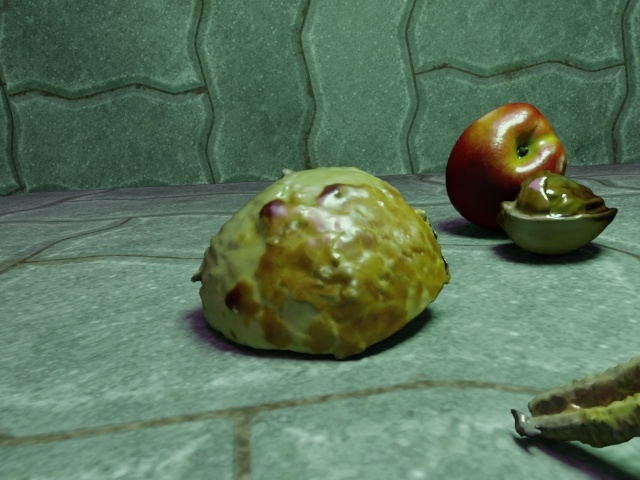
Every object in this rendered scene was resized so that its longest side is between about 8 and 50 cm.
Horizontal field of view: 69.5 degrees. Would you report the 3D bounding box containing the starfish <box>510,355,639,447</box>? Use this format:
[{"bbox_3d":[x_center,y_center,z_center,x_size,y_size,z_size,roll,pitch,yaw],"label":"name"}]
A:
[{"bbox_3d":[0.263,0.042,0.077,0.132,0.384,0.398,10,23,-17],"label":"starfish"}]

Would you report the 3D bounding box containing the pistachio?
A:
[{"bbox_3d":[0.364,-0.042,0.717,0.210,0.130,0.165,3,0,-37],"label":"pistachio"}]

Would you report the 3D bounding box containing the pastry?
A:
[{"bbox_3d":[-0.002,0.002,0.506,0.256,0.170,0.237,-17,15,-32],"label":"pastry"}]

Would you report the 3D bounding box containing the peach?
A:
[{"bbox_3d":[0.341,-0.136,0.875,0.199,0.243,0.243,5,12,-2],"label":"peach"}]
